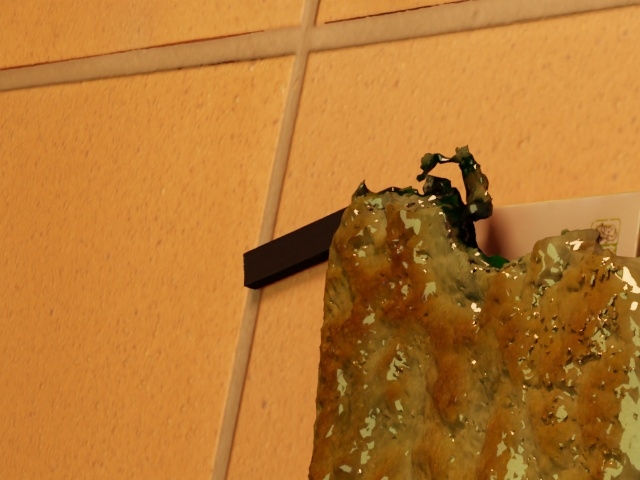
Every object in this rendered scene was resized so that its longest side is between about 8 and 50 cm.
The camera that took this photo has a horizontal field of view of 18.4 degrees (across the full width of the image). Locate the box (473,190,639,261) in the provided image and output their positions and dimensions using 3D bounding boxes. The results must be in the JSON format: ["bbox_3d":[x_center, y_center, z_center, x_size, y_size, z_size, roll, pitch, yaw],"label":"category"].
[{"bbox_3d":[0.141,0.106,1.215,0.175,0.062,0.261,-5,72,54],"label":"box"}]

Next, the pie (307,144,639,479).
[{"bbox_3d":[0.091,0.103,1.166,0.371,0.078,0.297,27,98,57],"label":"pie"}]

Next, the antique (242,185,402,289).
[{"bbox_3d":[0.000,0.000,1.500,0.192,0.015,0.031,-24,59,50],"label":"antique"}]
